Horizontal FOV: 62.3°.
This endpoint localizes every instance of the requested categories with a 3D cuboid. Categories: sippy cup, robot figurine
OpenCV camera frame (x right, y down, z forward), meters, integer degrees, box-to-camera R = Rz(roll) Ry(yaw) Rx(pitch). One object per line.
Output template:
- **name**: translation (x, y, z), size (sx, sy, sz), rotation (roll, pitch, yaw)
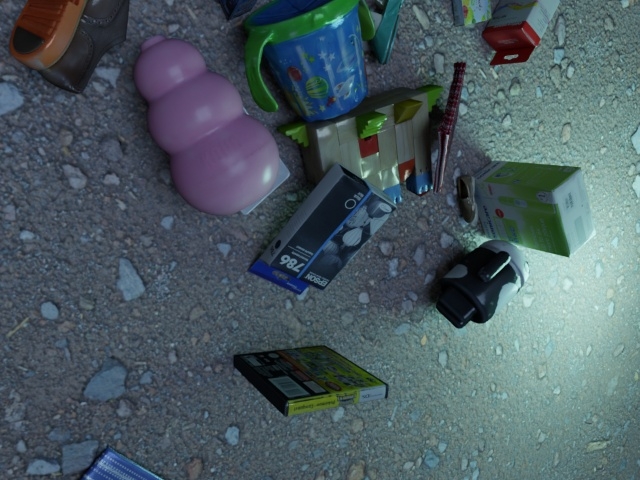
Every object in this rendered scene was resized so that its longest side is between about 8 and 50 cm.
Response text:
- **sippy cup**: translation (-0.009, -0.377, 1.084), size (0.305, 0.240, 0.224), rotation (-23, 124, 0)
- **robot figurine**: translation (0.455, 0.121, 1.480), size (0.278, 0.209, 0.173), rotation (-39, 106, -14)

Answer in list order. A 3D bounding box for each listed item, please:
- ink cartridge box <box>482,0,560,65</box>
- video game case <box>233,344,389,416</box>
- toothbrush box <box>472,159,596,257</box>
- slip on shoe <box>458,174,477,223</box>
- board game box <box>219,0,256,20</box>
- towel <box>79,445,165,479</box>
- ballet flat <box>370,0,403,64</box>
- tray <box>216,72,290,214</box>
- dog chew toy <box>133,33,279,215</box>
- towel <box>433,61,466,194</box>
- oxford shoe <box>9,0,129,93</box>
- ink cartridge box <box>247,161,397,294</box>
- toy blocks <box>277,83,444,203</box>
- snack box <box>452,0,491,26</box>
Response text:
- **ink cartridge box**: translation (0.523, -0.581, 1.388), size (0.078, 0.134, 0.231), rotation (31, 84, -33)
- **video game case**: translation (-0.028, 0.302, 1.182), size (0.248, 0.275, 0.035), rotation (0, 98, -30)
- **toothbrush box**: translation (0.567, -0.094, 1.437), size (0.122, 0.283, 0.206), rotation (-35, 117, -18)
- **slip on shoe**: translation (0.407, -0.113, 1.475), size (0.041, 0.051, 0.135), rotation (-10, 103, -34)
- **board game box**: translation (-0.156, -0.522, 0.967), size (0.060, 0.194, 0.194), rotation (-34, 116, -20)
- **towel**: translation (-0.482, 0.637, 1.139), size (0.336, 0.040, 0.243), rotation (-51, 119, -13)
- **ballet flat**: translation (0.147, -0.533, 1.222), size (0.087, 0.083, 0.247), rotation (16, 93, -8)
- **tray**: translation (-0.190, -0.198, 1.118), size (0.145, 0.030, 0.270), rotation (-44, 119, -14)
- **dog chew toy**: translation (-0.217, -0.213, 0.971), size (0.207, 0.207, 0.331), rotation (-36, 109, -19)
- **towel**: translation (0.307, -0.274, 1.277), size (0.199, 0.031, 0.274), rotation (82, 24, -52)
- **oxford shoe**: translation (-0.390, -0.429, 0.919), size (0.363, 0.130, 0.133), rotation (-64, 155, -11)
- **ink cartridge box**: translation (0.000, 0.000, 1.176), size (0.165, 0.065, 0.332), rotation (27, 114, -32)
- **toy blocks**: translation (0.113, -0.185, 1.231), size (0.381, 0.191, 0.261), rotation (-23, 122, -20)
- **snack box**: translation (0.383, -0.629, 1.352), size (0.100, 0.037, 0.141), rotation (-23, 112, -26)
